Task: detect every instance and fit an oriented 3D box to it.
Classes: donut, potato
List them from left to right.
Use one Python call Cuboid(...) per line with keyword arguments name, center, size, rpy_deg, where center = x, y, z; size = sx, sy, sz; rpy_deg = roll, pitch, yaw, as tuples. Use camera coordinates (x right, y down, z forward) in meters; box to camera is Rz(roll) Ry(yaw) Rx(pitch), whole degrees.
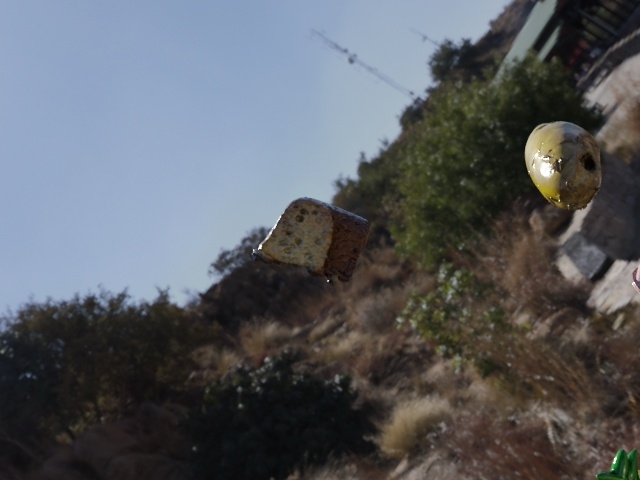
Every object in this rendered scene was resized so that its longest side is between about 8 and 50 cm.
Cuboid(name="donut", center=(-0.010, -0.005, 1.136), size=(0.126, 0.187, 0.144), rpy_deg=(-61, 18, 11))
Cuboid(name="potato", center=(0.529, -0.168, 1.504), size=(0.300, 0.140, 0.172), rpy_deg=(-79, -9, -68))

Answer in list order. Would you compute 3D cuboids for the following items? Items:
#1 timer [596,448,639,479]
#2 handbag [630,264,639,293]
Cuboid(name="timer", center=(0.590, 0.515, 1.275), size=(0.285, 0.285, 0.285), rpy_deg=(-53, -7, -9))
Cuboid(name="handbag", center=(0.888, 0.085, 1.704), size=(0.205, 0.179, 0.116), rpy_deg=(-21, -39, -39))
